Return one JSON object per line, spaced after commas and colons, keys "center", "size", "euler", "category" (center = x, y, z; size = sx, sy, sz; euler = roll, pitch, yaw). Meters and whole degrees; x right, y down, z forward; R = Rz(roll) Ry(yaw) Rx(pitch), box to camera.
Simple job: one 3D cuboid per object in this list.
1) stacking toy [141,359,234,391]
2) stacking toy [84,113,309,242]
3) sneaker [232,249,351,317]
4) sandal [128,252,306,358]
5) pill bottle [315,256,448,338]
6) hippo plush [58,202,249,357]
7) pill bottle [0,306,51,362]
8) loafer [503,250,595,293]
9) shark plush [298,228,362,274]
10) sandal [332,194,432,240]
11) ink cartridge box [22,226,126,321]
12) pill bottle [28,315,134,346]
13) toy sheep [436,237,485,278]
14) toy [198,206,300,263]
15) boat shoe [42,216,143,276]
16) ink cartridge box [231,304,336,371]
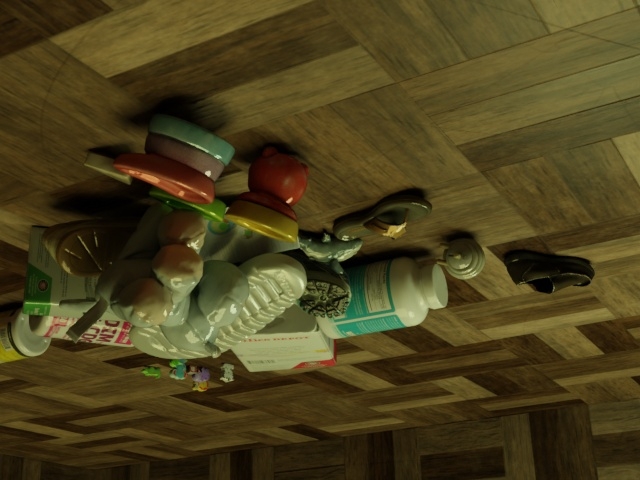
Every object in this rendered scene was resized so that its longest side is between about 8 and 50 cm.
{"center": [-0.378, 0.385, 2.686], "size": [0.221, 0.052, 0.167], "euler": [17, 151, -37], "category": "stacking toy"}
{"center": [-0.187, -0.120, 1.467], "size": [0.279, 0.130, 0.309], "euler": [14, 170, 43], "category": "stacking toy"}
{"center": [-0.074, 0.067, 1.862], "size": [0.282, 0.122, 0.110], "euler": [20, 118, -1], "category": "sneaker"}
{"center": [-0.190, 0.121, 1.794], "size": [0.416, 0.102, 0.169], "euler": [-25, 131, 28], "category": "sandal"}
{"center": [0.126, 0.116, 1.944], "size": [0.264, 0.146, 0.146], "euler": [-12, 156, 24], "category": "pill bottle"}
{"center": [-0.239, 0.110, 1.566], "size": [0.294, 0.234, 0.236], "euler": [-48, 123, 3], "category": "hippo plush"}
{"center": [-0.744, 0.226, 2.182], "size": [0.208, 0.119, 0.119], "euler": [-13, 155, 26], "category": "pill bottle"}
{"center": [0.483, 0.080, 1.970], "size": [0.220, 0.078, 0.080], "euler": [8, 156, -21], "category": "loafer"}
{"center": [0.000, 0.000, 1.812], "size": [0.161, 0.073, 0.067], "euler": [24, 124, -20], "category": "shark plush"}
{"center": [0.112, -0.028, 1.704], "size": [0.219, 0.060, 0.090], "euler": [-18, 153, 35], "category": "sandal"}
{"center": [-0.450, 0.067, 1.772], "size": [0.208, 0.153, 0.087], "euler": [7, 157, -18], "category": "ink cartridge box"}
{"center": [-0.441, 0.134, 1.927], "size": [0.283, 0.161, 0.160], "euler": [11, 154, -30], "category": "pill bottle"}
{"center": [0.280, 0.035, 1.841], "size": [0.091, 0.091, 0.132], "euler": [-12, 174, 23], "category": "toy sheep"}
{"center": [-0.165, -0.021, 1.686], "size": [0.237, 0.056, 0.137], "euler": [-11, 133, 1], "category": "toy"}
{"center": [-0.335, 0.006, 1.712], "size": [0.341, 0.122, 0.110], "euler": [7, -167, -40], "category": "boat shoe"}
{"center": [-0.090, 0.202, 2.158], "size": [0.226, 0.131, 0.306], "euler": [-4, 156, 6], "category": "ink cartridge box"}
